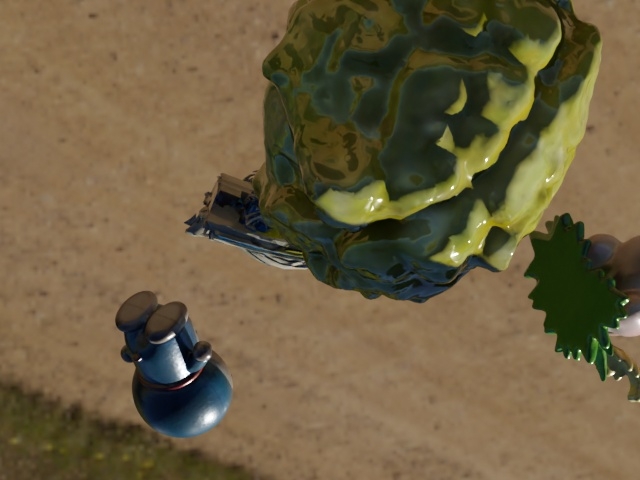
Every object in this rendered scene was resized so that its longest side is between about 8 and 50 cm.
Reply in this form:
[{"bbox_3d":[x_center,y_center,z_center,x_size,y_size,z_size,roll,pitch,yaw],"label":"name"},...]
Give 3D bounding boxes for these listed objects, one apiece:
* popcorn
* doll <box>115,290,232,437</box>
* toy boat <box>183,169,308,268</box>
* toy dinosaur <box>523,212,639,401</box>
[{"bbox_3d":[0.054,-0.076,0.810,0.195,0.255,0.256,18,134,8],"label":"popcorn"},{"bbox_3d":[-0.123,0.111,1.180,0.114,0.085,0.152,17,142,33],"label":"doll"},{"bbox_3d":[0.000,0.000,1.093,0.210,0.084,0.066,20,103,-11],"label":"toy boat"},{"bbox_3d":[0.276,0.024,1.209,0.177,0.152,0.194,-2,133,-31],"label":"toy dinosaur"}]
